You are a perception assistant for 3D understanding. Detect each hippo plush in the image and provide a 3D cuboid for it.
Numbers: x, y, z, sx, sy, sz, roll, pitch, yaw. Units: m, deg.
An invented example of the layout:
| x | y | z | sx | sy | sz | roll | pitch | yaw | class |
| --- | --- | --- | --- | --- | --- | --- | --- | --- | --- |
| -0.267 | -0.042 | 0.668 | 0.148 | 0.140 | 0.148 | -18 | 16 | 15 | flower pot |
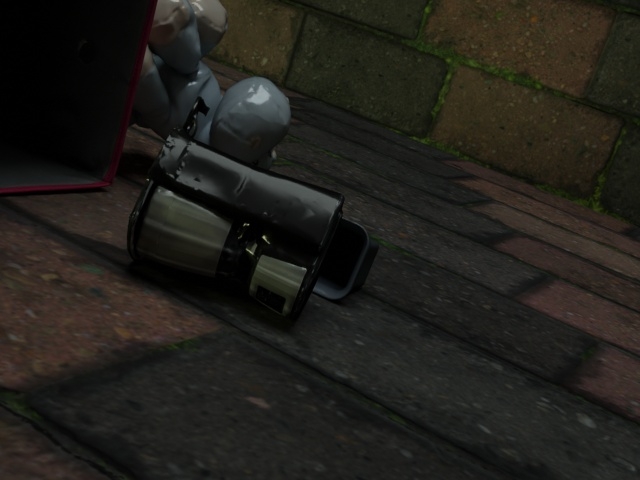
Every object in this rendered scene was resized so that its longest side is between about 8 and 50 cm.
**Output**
| x | y | z | sx | sy | sz | roll | pitch | yaw | class |
| --- | --- | --- | --- | --- | --- | --- | --- | --- | --- |
| -0.175 | -0.153 | 1.152 | 0.236 | 0.294 | 0.234 | 44 | 45 | 3 | hippo plush |

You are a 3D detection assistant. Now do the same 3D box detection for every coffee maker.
| x | y | z | sx | sy | sz | roll | pitch | yaw | class |
| --- | --- | --- | --- | --- | --- | --- | --- | --- | --- |
| -0.070 | -0.032 | 0.830 | 0.178 | 0.171 | 0.120 | 20 | -2 | 1 | coffee maker |

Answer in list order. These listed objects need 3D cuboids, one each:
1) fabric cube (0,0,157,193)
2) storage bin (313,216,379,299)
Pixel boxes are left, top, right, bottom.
| x | y | z | sx | sy | sz | roll | pitch | yaw | class |
| --- | --- | --- | --- | --- | --- | --- | --- | --- | --- |
| -0.372 | -0.215 | 0.950 | 0.258 | 0.259 | 0.254 | 26 | 17 | 26 | fabric cube |
| 0.000 | 0.000 | 0.969 | 0.135 | 0.098 | 0.091 | 24 | 5 | 20 | storage bin |
